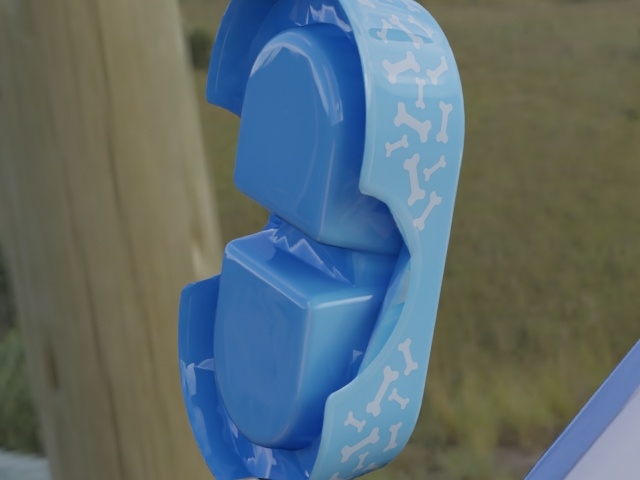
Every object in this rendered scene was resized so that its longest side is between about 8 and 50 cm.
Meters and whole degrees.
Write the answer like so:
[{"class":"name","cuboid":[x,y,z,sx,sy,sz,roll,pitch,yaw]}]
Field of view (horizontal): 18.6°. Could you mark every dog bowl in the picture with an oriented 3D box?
[{"class":"dog bowl","cuboid":[0.000,0.000,1.046,0.074,0.297,0.166,-2,20,-32]}]

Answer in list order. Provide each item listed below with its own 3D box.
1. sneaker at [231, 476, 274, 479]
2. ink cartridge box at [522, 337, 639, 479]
[{"class":"sneaker","cuboid":[0.019,0.203,0.879,0.118,0.222,0.083,-12,13,-15]},{"class":"ink cartridge box","cuboid":[0.181,0.232,0.561,0.270,0.395,0.151,27,51,28]}]
